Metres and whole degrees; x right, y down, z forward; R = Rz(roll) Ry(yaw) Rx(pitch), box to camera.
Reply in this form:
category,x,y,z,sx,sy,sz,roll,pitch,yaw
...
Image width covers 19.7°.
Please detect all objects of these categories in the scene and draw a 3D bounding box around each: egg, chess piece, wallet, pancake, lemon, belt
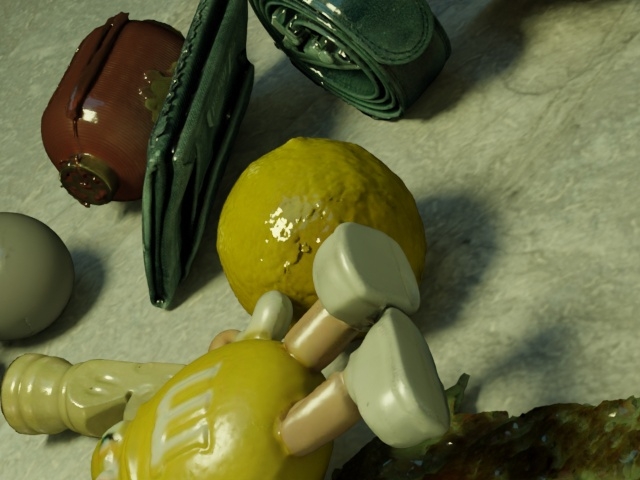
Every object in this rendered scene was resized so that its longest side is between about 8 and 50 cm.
category,x,y,z,sx,sy,sz,roll,pitch,yaw
egg,-0.362,0.041,2.094,0.198,0.146,0.146,-2,49,54
chess piece,-0.222,0.160,1.884,0.200,0.090,0.090,-1,49,30
wallet,-0.125,-0.122,2.009,0.075,0.237,0.342,11,47,2
pancake,0.157,0.225,1.444,0.426,0.067,0.305,-5,39,44
lemon,0.000,0.000,1.732,0.192,0.192,0.231,-40,34,1
belt,0.037,-0.230,1.951,0.116,0.206,0.267,-48,36,-11

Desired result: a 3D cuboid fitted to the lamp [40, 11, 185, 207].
category,x,y,z,sx,sy,sz,roll,pitch,yaw
lamp,-0.230,-0.160,2.167,0.180,0.180,0.258,-11,45,38

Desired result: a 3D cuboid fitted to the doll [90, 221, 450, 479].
category,x,y,z,sx,sy,sz,roll,pitch,yaw
doll,-0.052,0.178,1.552,0.423,0.161,0.348,-56,26,5
